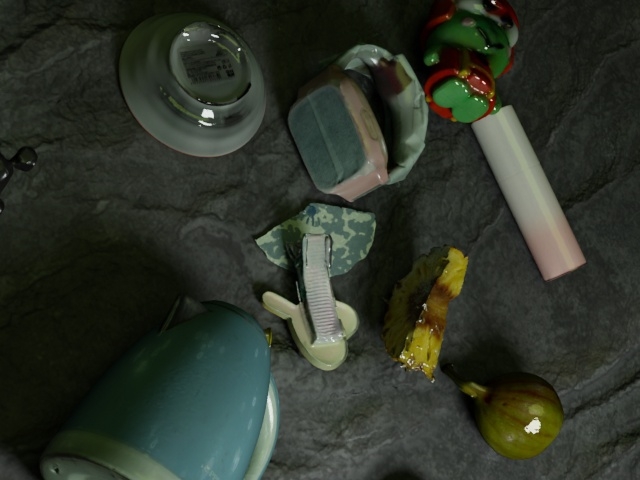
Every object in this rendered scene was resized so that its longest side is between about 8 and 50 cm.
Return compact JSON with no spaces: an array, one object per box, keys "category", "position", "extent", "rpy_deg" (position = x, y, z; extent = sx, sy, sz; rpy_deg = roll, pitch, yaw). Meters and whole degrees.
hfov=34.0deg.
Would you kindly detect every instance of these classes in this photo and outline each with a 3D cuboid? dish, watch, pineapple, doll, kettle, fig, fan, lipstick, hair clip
[{"category":"dish","position":[-0.190,-0.271,1.697],"extent":[0.260,0.085,0.260],"rpy_deg":[10,69,-26]},{"category":"watch","position":[0.081,-0.212,1.804],"extent":[0.241,0.161,0.253],"rpy_deg":[-19,86,-45]},{"category":"pineapple","position":[0.162,0.119,1.738],"extent":[0.079,0.135,0.233],"rpy_deg":[32,70,-26]},{"category":"doll","position":[0.278,-0.379,1.945],"extent":[0.182,0.160,0.363],"rpy_deg":[29,60,-19]},{"category":"kettle","position":[-0.176,0.259,1.467],"extent":[0.342,0.247,0.320],"rpy_deg":[-59,136,-37]},{"category":"fig","position":[0.318,0.276,1.756],"extent":[0.186,0.142,0.148],"rpy_deg":[37,32,-28]},{"category":"fan","position":[0.000,0.000,1.754],"extent":[0.240,0.009,0.131],"rpy_deg":[-12,80,-31]},{"category":"lipstick","position":[0.387,-0.088,1.948],"extent":[0.087,0.087,0.327],"rpy_deg":[-22,85,-32]},{"category":"hair clip","position":[-0.015,0.101,1.676],"extent":[0.159,0.071,0.219],"rpy_deg":[-5,75,-24]}]

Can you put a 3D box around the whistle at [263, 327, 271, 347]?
[{"category":"whistle","position":[-0.129,0.138,1.619],"extent":[0.109,0.046,0.057],"rpy_deg":[17,80,-16]}]

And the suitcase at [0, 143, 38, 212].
[{"category":"suitcase","position":[-0.546,-0.014,1.329],"extent":[0.152,0.229,0.335],"rpy_deg":[43,58,-9]}]
